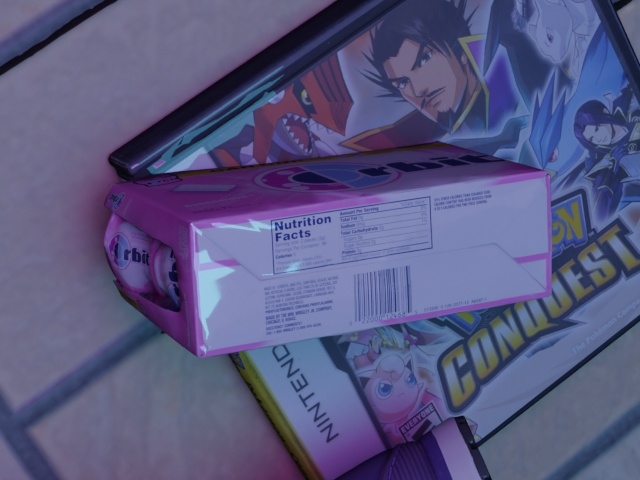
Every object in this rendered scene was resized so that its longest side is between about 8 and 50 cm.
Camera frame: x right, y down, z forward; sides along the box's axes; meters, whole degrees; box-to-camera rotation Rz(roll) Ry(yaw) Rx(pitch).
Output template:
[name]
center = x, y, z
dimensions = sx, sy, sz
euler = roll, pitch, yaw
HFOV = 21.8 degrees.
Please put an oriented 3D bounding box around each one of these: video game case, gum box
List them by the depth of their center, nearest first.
[gum box]
center = 0.000, 0.000, 0.775
dimensions = 0.188, 0.107, 0.062
euler = -8, 104, -24
[video game case]
center = 0.064, -0.016, 0.882
dimensions = 0.275, 0.035, 0.248
euler = -36, 114, -14

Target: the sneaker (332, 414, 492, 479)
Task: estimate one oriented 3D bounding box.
[sneaker]
center = 0.056, 0.215, 0.895
dimensions = 0.124, 0.107, 0.283
euler = -22, 126, -1
